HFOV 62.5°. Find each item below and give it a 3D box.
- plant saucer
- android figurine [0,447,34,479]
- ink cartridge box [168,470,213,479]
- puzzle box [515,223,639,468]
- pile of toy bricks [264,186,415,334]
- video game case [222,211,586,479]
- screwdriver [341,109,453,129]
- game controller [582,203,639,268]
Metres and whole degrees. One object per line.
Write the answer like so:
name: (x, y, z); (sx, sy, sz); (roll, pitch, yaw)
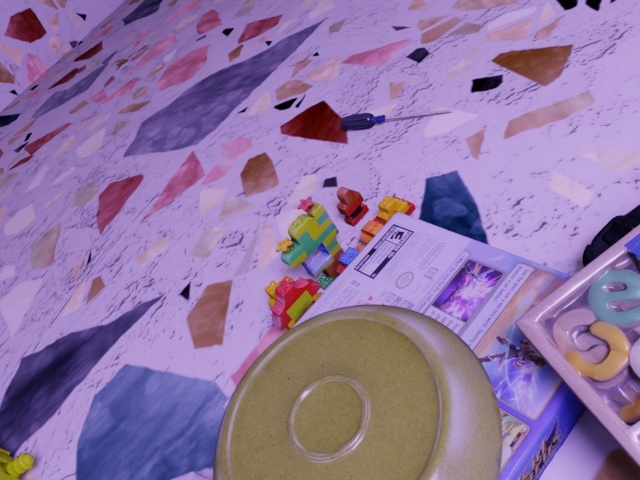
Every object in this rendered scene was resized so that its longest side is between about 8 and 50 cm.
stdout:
plant saucer: (0.012, 0.142, 0.406); (0.241, 0.037, 0.240); (-19, 43, 18)
android figurine: (-0.436, 0.335, 0.581); (0.273, 0.056, 0.248); (-33, 40, 1)
ink cartridge box: (-0.185, 0.316, 0.443); (0.232, 0.066, 0.189); (-35, 27, 33)
puzzle box: (0.329, 0.108, 0.228); (0.272, 0.052, 0.409); (-41, 50, 8)
pile of toy bricks: (0.000, 0.000, 0.593); (0.212, 0.105, 0.118); (-47, 42, -16)
video game case: (0.082, 0.116, 0.460); (0.269, 0.061, 0.244); (-47, 41, -15)
screwdriver: (0.107, -0.182, 0.767); (0.170, 0.025, 0.024); (-4, 49, 31)
game controller: (0.356, 0.050, 0.364); (0.167, 0.067, 0.319); (-26, 39, -14)
